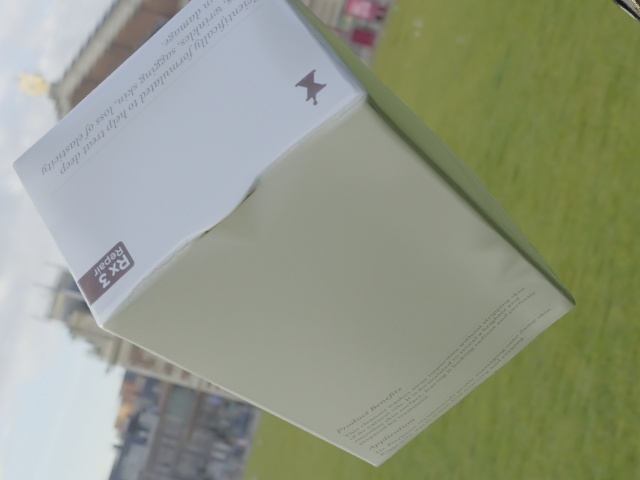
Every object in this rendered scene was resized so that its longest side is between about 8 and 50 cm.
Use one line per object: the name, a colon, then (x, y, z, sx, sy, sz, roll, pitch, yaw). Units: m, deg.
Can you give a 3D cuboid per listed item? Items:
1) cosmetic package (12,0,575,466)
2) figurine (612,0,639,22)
cosmetic package: (0.000, 0.000, 1.034, 0.217, 0.156, 0.385, -40, -35, 7)
figurine: (0.166, -0.252, 0.879, 0.215, 0.209, 0.092, -60, -3, -7)
